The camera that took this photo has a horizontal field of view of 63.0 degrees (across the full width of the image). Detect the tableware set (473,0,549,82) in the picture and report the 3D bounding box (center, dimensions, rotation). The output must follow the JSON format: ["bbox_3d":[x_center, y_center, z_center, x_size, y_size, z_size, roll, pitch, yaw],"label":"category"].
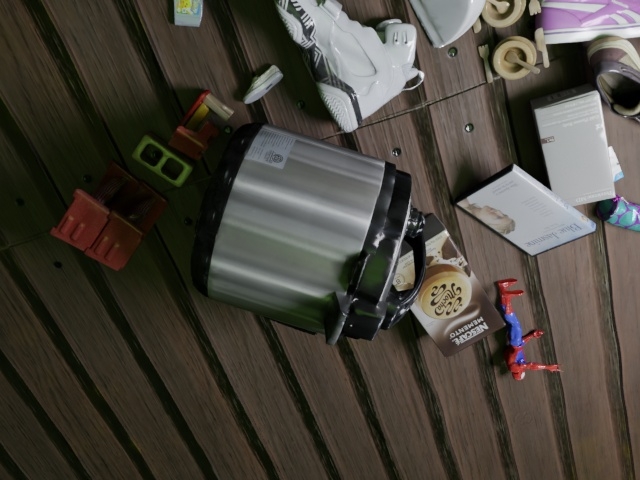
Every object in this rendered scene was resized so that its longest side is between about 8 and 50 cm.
[{"bbox_3d":[0.369,-0.410,1.030,0.128,0.039,0.194,-8,117,33],"label":"tableware set"}]

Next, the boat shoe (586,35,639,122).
[{"bbox_3d":[0.632,-0.293,1.058,0.285,0.103,0.092,30,69,-31],"label":"boat shoe"}]

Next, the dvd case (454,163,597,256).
[{"bbox_3d":[0.453,-0.058,1.166,0.253,0.022,0.180,31,148,-15],"label":"dvd case"}]

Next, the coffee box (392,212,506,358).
[{"bbox_3d":[0.282,0.110,1.234,0.168,0.118,0.297,-34,110,10],"label":"coffee box"}]

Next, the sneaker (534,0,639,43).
[{"bbox_3d":[0.568,-0.474,1.013,0.283,0.102,0.160,-4,110,-1],"label":"sneaker"}]

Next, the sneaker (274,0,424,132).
[{"bbox_3d":[0.052,-0.408,1.000,0.210,0.137,0.365,-27,117,8],"label":"sneaker"}]

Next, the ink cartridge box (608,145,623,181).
[{"bbox_3d":[0.643,-0.170,1.181,0.048,0.028,0.083,-30,111,10],"label":"ink cartridge box"}]

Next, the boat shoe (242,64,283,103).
[{"bbox_3d":[-0.125,-0.325,1.081,0.100,0.035,0.035,-36,83,16],"label":"boat shoe"}]

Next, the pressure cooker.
[{"bbox_3d":[0.001,-0.003,1.013,0.421,0.375,0.369,17,85,0],"label":"pressure cooker"}]

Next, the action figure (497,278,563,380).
[{"bbox_3d":[0.525,0.234,1.312,0.139,0.091,0.280,-6,113,9],"label":"action figure"}]

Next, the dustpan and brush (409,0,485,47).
[{"bbox_3d":[0.278,-0.475,0.983,0.060,0.211,0.147,-45,110,-31],"label":"dustpan and brush"}]

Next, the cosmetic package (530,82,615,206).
[{"bbox_3d":[0.537,-0.197,1.113,0.127,0.107,0.237,-15,111,23],"label":"cosmetic package"}]

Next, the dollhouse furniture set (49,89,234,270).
[{"bbox_3d":[-0.351,-0.146,1.053,0.152,0.201,0.374,35,108,-16],"label":"dollhouse furniture set"}]

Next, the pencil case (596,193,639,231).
[{"bbox_3d":[0.728,-0.059,1.213,0.152,0.064,0.070,14,136,-9],"label":"pencil case"}]

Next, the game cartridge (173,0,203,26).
[{"bbox_3d":[-0.258,-0.464,1.023,0.056,0.017,0.083,1,113,-7],"label":"game cartridge"}]
